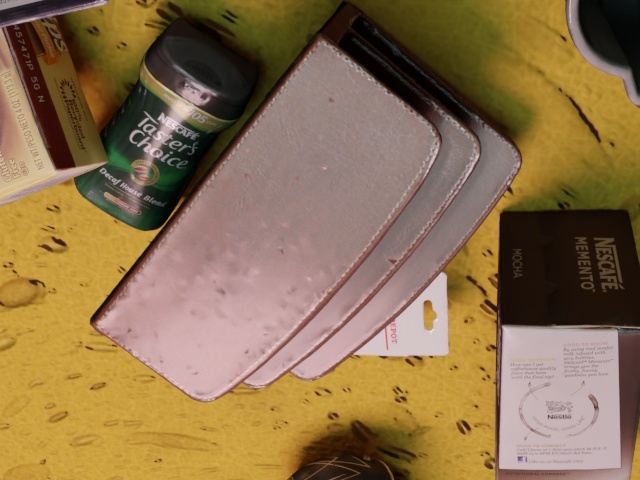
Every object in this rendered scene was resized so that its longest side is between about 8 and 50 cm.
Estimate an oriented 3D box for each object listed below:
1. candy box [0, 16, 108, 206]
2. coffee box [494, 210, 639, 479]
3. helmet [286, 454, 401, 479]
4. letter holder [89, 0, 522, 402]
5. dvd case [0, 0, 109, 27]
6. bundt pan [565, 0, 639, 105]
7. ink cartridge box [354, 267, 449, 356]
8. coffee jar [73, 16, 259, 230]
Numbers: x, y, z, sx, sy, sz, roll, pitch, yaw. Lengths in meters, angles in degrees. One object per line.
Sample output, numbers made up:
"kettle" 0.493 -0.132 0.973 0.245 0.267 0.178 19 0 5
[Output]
"candy box" -0.358 -0.097 0.856 0.316 0.087 0.183 -19 92 21
"coffee box" 0.220 0.139 0.911 0.119 0.168 0.297 1 126 10
"helmet" 0.024 0.312 1.076 0.169 0.169 0.161 -21 136 23
"letter holder" 0.000 0.000 0.810 0.214 0.152 0.302 39 112 -7
"dvd case" -0.253 -0.270 0.737 0.165 0.018 0.221 -9 95 16
"bundt pan" 0.278 -0.244 0.616 0.331 0.124 0.330 -7 130 -9
"ink cartridge box" 0.032 0.051 0.947 0.181 0.061 0.104 1 125 11
"coffee jar" -0.133 -0.099 0.859 0.096 0.079 0.184 31 124 -13
